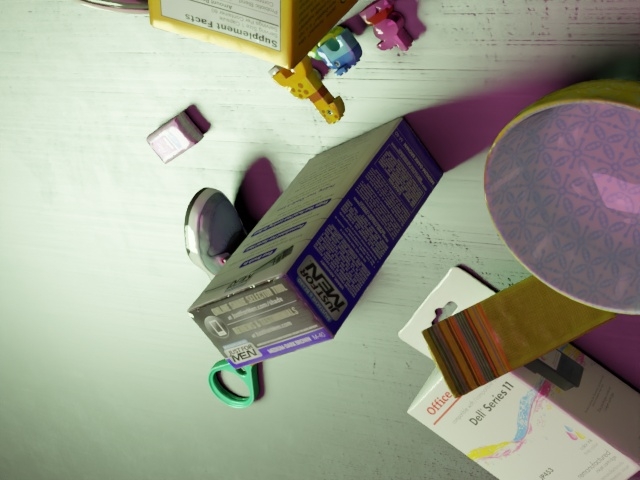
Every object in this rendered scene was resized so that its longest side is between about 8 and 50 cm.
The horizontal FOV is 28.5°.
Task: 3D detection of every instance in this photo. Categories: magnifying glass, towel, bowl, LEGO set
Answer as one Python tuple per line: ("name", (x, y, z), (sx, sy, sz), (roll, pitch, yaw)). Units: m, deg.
("magnifying glass", (-0.126, 0.209, 2.087), (0.092, 0.026, 0.231), (35, 137, 3))
("towel", (0.255, 0.110, 1.629), (0.237, 0.021, 0.102), (-28, 92, 9))
("bowl", (0.346, -0.076, 1.417), (0.290, 0.156, 0.289), (19, 135, 20))
("LEGO set", (0.020, -0.208, 1.576), (0.227, 0.087, 0.093), (-24, 110, 46))

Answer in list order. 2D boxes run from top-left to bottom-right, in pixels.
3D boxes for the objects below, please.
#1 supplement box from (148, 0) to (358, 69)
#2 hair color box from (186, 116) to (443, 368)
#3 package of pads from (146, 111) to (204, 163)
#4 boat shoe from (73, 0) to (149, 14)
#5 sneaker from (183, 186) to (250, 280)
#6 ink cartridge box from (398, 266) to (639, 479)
("supplement box", (-0.069, -0.403, 1.384), (0.194, 0.195, 0.356), (20, 134, 19))
("hair color box", (0.000, 0.000, 1.582), (0.185, 0.339, 0.110), (-22, 112, 44))
("package of pads", (-0.212, -0.149, 1.825), (0.083, 0.032, 0.050), (-26, 106, 45))
("boat shoe", (-0.326, -0.390, 1.634), (0.335, 0.112, 0.095), (25, 141, 19))
("sneaker", (-0.084, 0.056, 1.847), (0.179, 0.123, 0.295), (14, 141, 31))
("ink cartridge box", (0.266, 0.219, 1.756), (0.353, 0.119, 0.207), (36, 137, 3))
